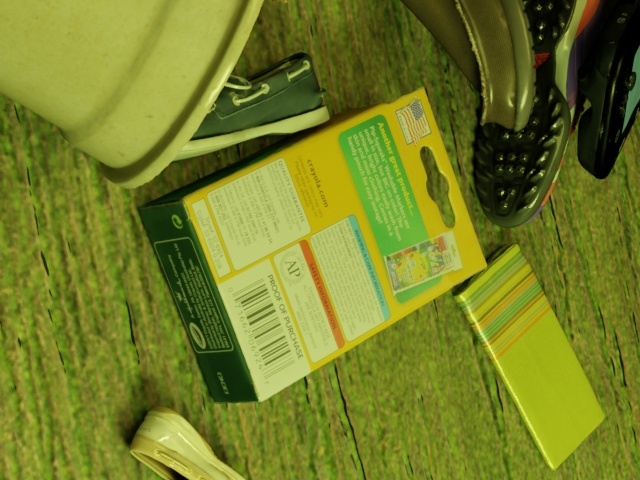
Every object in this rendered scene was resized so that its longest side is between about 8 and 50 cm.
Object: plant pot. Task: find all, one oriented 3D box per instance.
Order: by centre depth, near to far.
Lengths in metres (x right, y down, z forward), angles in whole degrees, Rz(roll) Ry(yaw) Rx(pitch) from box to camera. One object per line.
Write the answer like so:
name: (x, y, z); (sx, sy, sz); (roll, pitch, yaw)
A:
plant pot: (-0.236, -0.250, 1.432); (0.305, 0.334, 0.334); (21, 71, -23)

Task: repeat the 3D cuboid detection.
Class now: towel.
towel: (0.228, 0.127, 1.921); (0.102, 0.021, 0.237); (-39, 110, -29)

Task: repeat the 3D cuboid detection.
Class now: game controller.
game controller: (0.345, -0.201, 1.944); (0.319, 0.067, 0.166); (-55, 145, -50)

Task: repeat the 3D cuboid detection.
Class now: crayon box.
crayon box: (0.000, 0.000, 1.711); (0.323, 0.083, 0.203); (-28, 102, -37)

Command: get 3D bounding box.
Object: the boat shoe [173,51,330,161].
boat shoe: (-0.091, -0.124, 1.645); (0.254, 0.095, 0.079); (-18, 98, -40)

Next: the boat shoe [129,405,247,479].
boat shoe: (-0.110, 0.227, 1.613); (0.170, 0.063, 0.059); (46, 61, -14)

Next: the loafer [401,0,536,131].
loafer: (0.124, -0.279, 1.830); (0.130, 0.134, 0.366); (-19, 88, 2)

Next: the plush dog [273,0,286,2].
plush dog: (-0.003, -0.346, 1.626); (0.262, 0.225, 0.211); (14, 78, -16)

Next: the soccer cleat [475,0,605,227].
soccer cleat: (0.252, -0.156, 1.924); (0.116, 0.108, 0.318); (28, 68, -48)
